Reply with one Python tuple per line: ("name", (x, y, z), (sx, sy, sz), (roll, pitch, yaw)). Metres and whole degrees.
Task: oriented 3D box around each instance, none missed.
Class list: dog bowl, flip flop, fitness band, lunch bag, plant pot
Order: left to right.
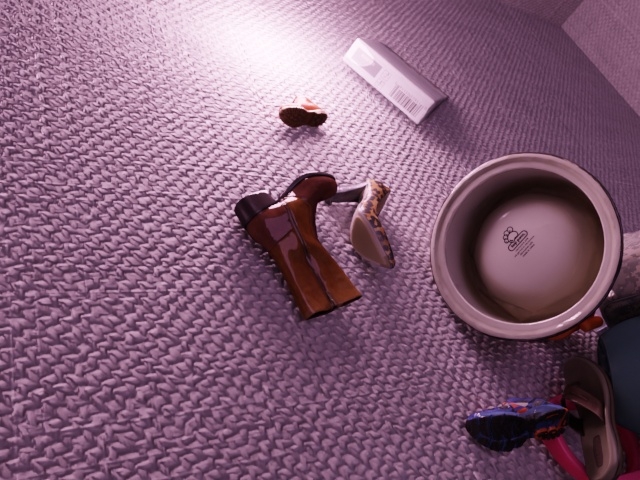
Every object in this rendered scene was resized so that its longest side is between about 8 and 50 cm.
("dog bowl", (0.459, 0.021, 1.266), (0.150, 0.408, 0.408), (14, 43, -51))
("flip flop", (0.529, 0.349, 1.150), (0.080, 0.112, 0.277), (15, 46, -2))
("fitness band", (0.584, 0.426, 1.218), (0.291, 0.054, 0.209), (7, 49, -32))
("lunch bag", (0.798, 0.069, 1.350), (0.212, 0.305, 0.256), (47, 31, -34))
("plant pot", (0.722, 0.285, 1.198), (0.293, 0.235, 0.293), (-7, 90, -73))

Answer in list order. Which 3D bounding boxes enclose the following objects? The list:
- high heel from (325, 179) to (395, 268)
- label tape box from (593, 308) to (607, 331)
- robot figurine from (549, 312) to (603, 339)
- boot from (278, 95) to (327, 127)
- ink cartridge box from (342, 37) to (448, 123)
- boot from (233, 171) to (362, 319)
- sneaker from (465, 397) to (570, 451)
("high heel", (0.144, -0.045, 1.301), (0.186, 0.093, 0.261), (-10, 50, -34))
("label tape box", (0.758, 0.063, 1.635), (0.249, 0.115, 0.347), (-14, 60, -42))
("robot figurine", (0.589, 0.167, 1.405), (0.219, 0.158, 0.128), (-12, 83, -41))
("boot", (-0.061, -0.334, 1.460), (0.158, 0.059, 0.084), (-8, 54, -50))
("ink cartridge box", (0.260, -0.525, 1.870), (0.308, 0.091, 0.385), (41, 24, 4))
("boot", (0.000, 0.000, 1.161), (0.264, 0.096, 0.280), (-20, 67, -45))
("sneaker", (0.377, 0.355, 1.126), (0.221, 0.083, 0.087), (2, 11, -21))
